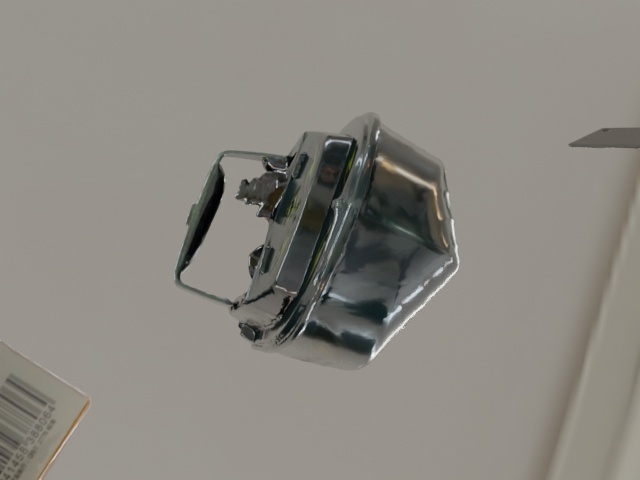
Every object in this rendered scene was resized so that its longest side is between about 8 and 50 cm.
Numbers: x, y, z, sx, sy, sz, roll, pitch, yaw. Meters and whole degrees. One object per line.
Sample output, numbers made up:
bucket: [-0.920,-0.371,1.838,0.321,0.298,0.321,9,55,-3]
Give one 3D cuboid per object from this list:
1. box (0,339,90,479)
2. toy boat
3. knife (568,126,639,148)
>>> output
box: [-0.306,0.158,1.092,0.220,0.091,0.274,35,-113,-2]
toy boat: [0.000,0.000,0.666,0.103,0.246,0.093,20,-96,-4]
knife: [0.309,-0.079,1.360,0.072,0.245,0.019,-25,-70,-47]
